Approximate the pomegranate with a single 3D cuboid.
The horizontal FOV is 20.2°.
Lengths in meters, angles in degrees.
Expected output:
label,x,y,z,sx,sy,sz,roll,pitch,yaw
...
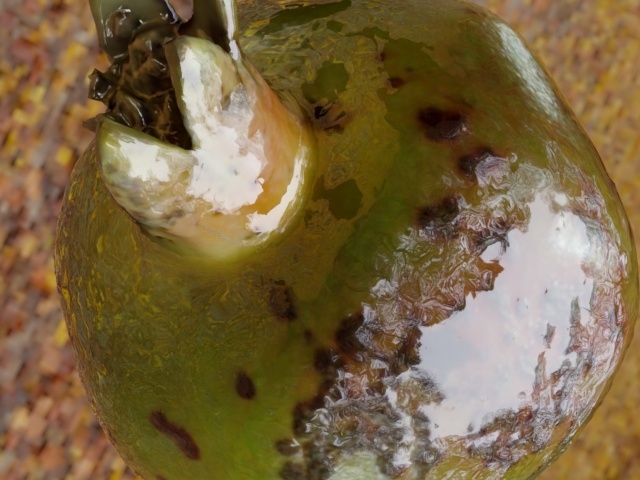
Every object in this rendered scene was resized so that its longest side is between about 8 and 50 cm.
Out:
label,x,y,z,sx,sy,sz,roll,pitch,yaw
pomegranate,0.000,-0.012,0.593,0.198,0.198,0.246,-51,131,-36
